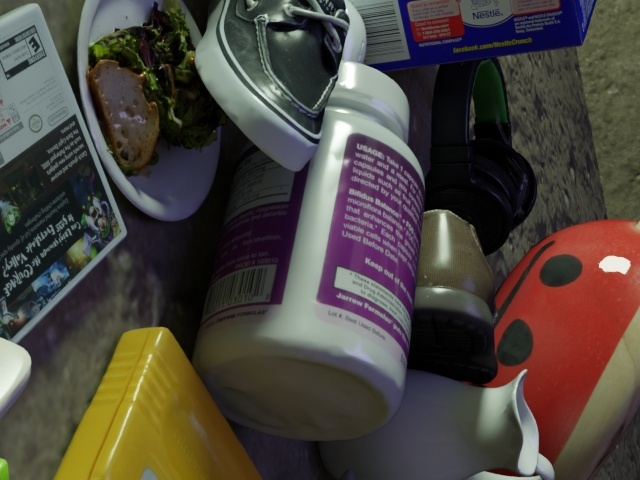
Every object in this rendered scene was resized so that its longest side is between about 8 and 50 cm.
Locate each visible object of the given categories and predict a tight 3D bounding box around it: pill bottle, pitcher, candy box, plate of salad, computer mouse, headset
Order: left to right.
[{"bbox_3d":[-0.118,-0.115,0.846,0.200,0.048,0.200,-8,90,-66],"label":"plate of salad"},{"bbox_3d":[0.000,0.000,0.929,0.169,0.169,0.302,55,36,-47],"label":"pill bottle"},{"bbox_3d":[0.028,-0.188,1.205,0.106,0.042,0.193,21,64,-63],"label":"computer mouse"},{"bbox_3d":[0.116,0.202,1.086,0.125,0.207,0.178,-74,148,-42],"label":"pitcher"},{"bbox_3d":[0.197,-0.327,1.350,0.317,0.268,0.122,-59,139,-56],"label":"candy box"},{"bbox_3d":[0.231,-0.055,1.450,0.243,0.185,0.394,-33,122,-64],"label":"headset"}]

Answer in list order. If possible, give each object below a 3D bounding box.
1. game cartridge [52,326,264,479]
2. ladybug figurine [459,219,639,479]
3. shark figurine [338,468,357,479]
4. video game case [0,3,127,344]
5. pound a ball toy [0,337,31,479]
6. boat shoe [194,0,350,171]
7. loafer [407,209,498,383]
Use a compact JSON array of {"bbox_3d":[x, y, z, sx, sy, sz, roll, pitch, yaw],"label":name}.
[{"bbox_3d":[-0.107,0.269,0.753,0.324,0.052,0.285,-71,146,-44],"label":"game cartridge"},{"bbox_3d":[0.259,0.152,1.296,0.449,0.162,0.305,-62,-174,16],"label":"ladybug figurine"},{"bbox_3d":[0.052,0.360,0.963,0.166,0.116,0.278,-62,146,-58],"label":"shark figurine"},{"bbox_3d":[-0.197,-0.036,0.677,0.190,0.022,0.173,-56,133,-58],"label":"video game case"},{"bbox_3d":[-0.241,0.191,0.417,0.319,0.135,0.208,-59,161,-55],"label":"pound a ball toy"},{"bbox_3d":[-0.026,-0.162,0.879,0.108,0.102,0.301,40,21,-22],"label":"boat shoe"},{"bbox_3d":[0.126,0.063,1.122,0.366,0.133,0.130,90,8,-75],"label":"loafer"}]
